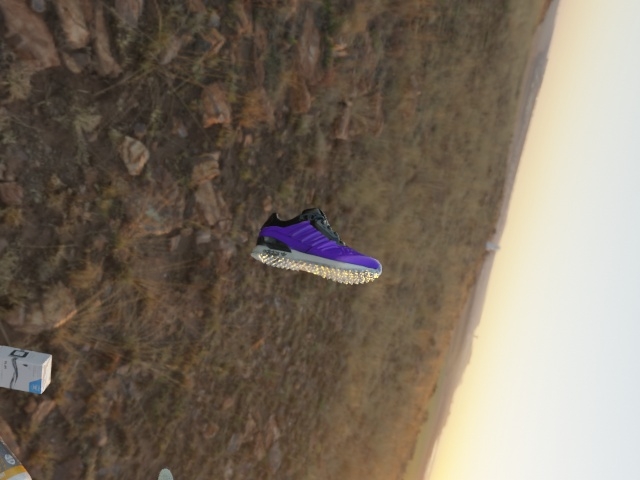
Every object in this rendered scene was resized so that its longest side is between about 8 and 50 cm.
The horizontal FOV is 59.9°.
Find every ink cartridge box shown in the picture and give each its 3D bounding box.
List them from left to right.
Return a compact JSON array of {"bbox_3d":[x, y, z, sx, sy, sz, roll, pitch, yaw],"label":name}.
[{"bbox_3d":[-0.889,0.374,1.619,0.060,0.180,0.104,-89,-169,-70],"label":"ink cartridge box"}]

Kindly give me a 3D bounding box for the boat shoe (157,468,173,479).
[{"bbox_3d":[-0.486,0.791,1.744,0.043,0.049,0.137,-51,-131,55],"label":"boat shoe"}]

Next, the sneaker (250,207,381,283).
[{"bbox_3d":[0.000,0.000,1.230,0.102,0.293,0.146,71,33,-68],"label":"sneaker"}]

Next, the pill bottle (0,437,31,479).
[{"bbox_3d":[-0.612,0.339,0.885,0.162,0.278,0.162,-43,171,-9],"label":"pill bottle"}]
